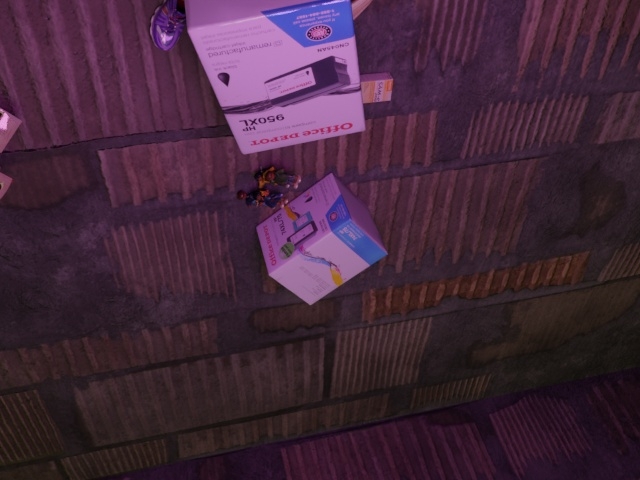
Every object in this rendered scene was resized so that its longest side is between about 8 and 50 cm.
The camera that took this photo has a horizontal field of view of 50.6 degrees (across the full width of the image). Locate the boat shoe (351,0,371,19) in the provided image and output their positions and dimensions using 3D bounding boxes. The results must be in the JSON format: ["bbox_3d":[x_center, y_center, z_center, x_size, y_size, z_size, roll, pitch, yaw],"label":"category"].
[{"bbox_3d":[-0.002,-0.456,1.463,0.302,0.109,0.098,-32,142,22],"label":"boat shoe"}]

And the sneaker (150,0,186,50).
[{"bbox_3d":[-0.299,-0.459,1.380,0.068,0.071,0.169,12,129,-28],"label":"sneaker"}]

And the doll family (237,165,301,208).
[{"bbox_3d":[-0.140,-0.134,1.759,0.112,0.076,0.193,7,134,-31],"label":"doll family"}]

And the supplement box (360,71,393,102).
[{"bbox_3d":[0.122,-0.369,1.638,0.099,0.036,0.062,-9,136,-11],"label":"supplement box"}]

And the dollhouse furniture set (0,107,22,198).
[{"bbox_3d":[-0.727,-0.201,1.482,0.129,0.129,0.183,35,86,-41],"label":"dollhouse furniture set"}]

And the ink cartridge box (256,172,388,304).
[{"bbox_3d":[0.000,0.000,1.849,0.270,0.198,0.197,-35,135,16],"label":"ink cartridge box"}]

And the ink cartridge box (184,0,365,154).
[{"bbox_3d":[-0.071,-0.360,1.327,0.286,0.166,0.395,-10,154,4],"label":"ink cartridge box"}]
